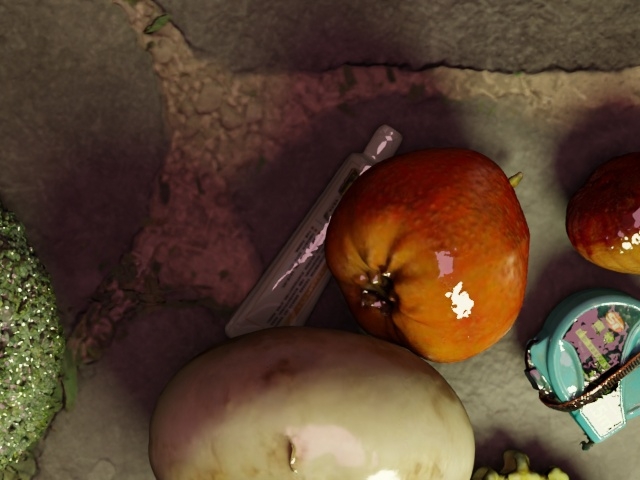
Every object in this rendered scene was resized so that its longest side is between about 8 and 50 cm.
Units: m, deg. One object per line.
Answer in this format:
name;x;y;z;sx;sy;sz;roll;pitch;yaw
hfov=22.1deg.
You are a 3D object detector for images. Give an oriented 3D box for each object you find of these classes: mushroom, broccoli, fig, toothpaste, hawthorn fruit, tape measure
mushroom;-0.015;0.226;1.450;0.297;0.297;0.290;7;69;-3
broccoli;-0.411;0.069;1.491;0.361;0.221;0.252;14;130;-4
fig;0.305;-0.022;1.564;0.119;0.153;0.119;-10;72;33
toothpaste;0.000;0.000;1.568;0.067;0.037;0.255;32;96;-10
hawthorn fruit;0.118;-0.005;1.507;0.225;0.196;0.196;-41;97;-36
tape measure;0.270;0.112;1.569;0.146;0.081;0.125;-36;99;0

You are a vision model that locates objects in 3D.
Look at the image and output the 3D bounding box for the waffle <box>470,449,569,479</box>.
waffle;0.199;0.308;1.534;0.223;0.054;0.204;41;61;13
